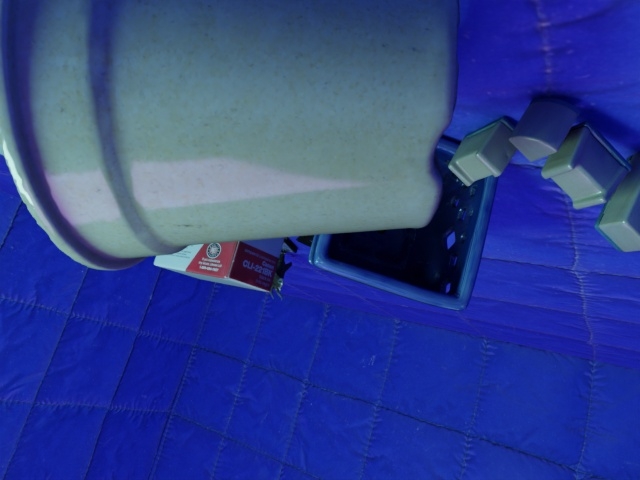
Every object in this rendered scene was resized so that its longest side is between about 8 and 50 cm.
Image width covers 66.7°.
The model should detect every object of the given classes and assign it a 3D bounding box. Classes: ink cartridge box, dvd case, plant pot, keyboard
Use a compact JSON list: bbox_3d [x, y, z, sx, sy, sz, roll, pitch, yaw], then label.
[{"bbox_3d":[-0.158,-0.063,0.868,0.197,0.273,0.114,6,167,37],"label":"ink cartridge box"},{"bbox_3d":[-0.218,-0.015,1.671,0.253,0.022,0.180,12,165,17],"label":"dvd case"},{"bbox_3d":[0.111,-0.032,0.776,0.236,0.236,0.212,17,172,-7],"label":"plant pot"},{"bbox_3d":[0.000,0.000,1.339,0.108,0.023,0.180,25,166,-9],"label":"keyboard"},{"bbox_3d":[-0.043,-0.128,0.456,0.305,0.334,0.334,4,165,5],"label":"plant pot"}]

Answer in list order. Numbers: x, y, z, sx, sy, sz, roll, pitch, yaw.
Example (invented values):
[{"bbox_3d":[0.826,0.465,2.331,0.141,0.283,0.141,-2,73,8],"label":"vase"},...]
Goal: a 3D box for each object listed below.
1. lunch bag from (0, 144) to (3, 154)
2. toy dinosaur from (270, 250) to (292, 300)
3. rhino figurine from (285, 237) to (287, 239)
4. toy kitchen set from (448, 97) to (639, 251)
[{"bbox_3d":[-0.588,-0.255,0.896,0.224,0.108,0.279,-19,150,38],"label":"lunch bag"},{"bbox_3d":[-0.172,0.109,1.756,0.121,0.160,0.313,12,180,-1],"label":"toy dinosaur"},{"bbox_3d":[-0.200,-0.048,1.405,0.243,0.073,0.106,21,162,-26],"label":"rhino figurine"},{"bbox_3d":[0.305,-0.090,0.626,0.207,0.122,0.166,40,161,-12],"label":"toy kitchen set"}]
